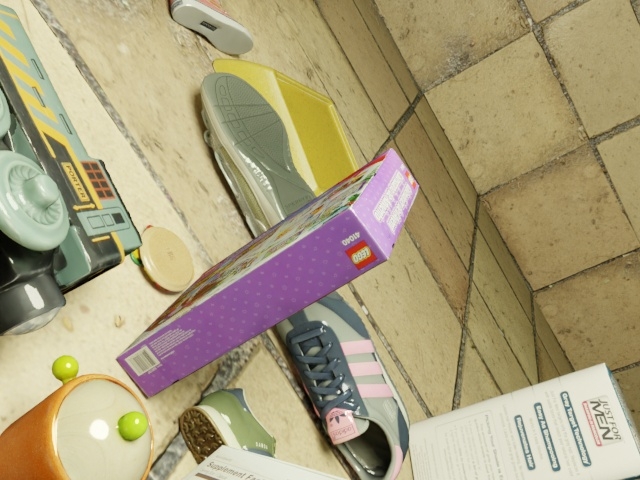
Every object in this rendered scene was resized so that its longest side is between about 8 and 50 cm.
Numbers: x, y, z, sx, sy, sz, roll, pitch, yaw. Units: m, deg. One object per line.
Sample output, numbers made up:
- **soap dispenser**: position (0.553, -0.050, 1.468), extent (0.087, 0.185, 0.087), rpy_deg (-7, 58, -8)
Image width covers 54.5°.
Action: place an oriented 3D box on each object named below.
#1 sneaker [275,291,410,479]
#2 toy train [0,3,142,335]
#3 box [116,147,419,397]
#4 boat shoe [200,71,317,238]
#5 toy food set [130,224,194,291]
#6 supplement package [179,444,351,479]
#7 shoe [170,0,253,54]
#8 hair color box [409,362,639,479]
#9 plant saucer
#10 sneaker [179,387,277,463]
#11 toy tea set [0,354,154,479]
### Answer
- **sneaker**: position (0.028, 0.194, 0.838), extent (0.319, 0.112, 0.131), rpy_deg (56, 22, -14)
- **toy train**: position (-0.277, -0.087, 0.495), extent (0.334, 0.142, 0.190), rpy_deg (62, 12, 0)
- **box**: position (-0.046, 0.028, 0.630), extent (0.057, 0.293, 0.201), rpy_deg (53, 26, -9)
- **boat shoe**: position (-0.095, -0.098, 0.919), extent (0.118, 0.103, 0.321), rpy_deg (-26, 84, -47)
- **toy food set**: position (-0.177, 0.021, 0.709), extent (0.083, 0.020, 0.083), rpy_deg (57, 25, -13)
- **supplement package**: position (-0.062, 0.281, 0.328), extent (0.262, 0.198, 0.199), rpy_deg (-32, 103, -37)
- **shoe**: position (-0.181, -0.383, 1.045), extent (0.178, 0.063, 0.081), rpy_deg (14, 58, -54)
- **hair color box**: position (0.321, 0.341, 0.989), extent (0.105, 0.347, 0.174), rpy_deg (41, 33, -41)
- **plant saucer**: position (-0.021, -0.165, 1.135), extent (0.332, 0.080, 0.333), rpy_deg (3, 64, -63)
- **sneaker**: position (-0.067, 0.241, 0.655), extent (0.192, 0.064, 0.086), rpy_deg (61, 29, 0)
- **toy tea set**: position (-0.128, 0.247, 0.455), extent (0.336, 0.124, 0.200), rpy_deg (52, 27, -25)
